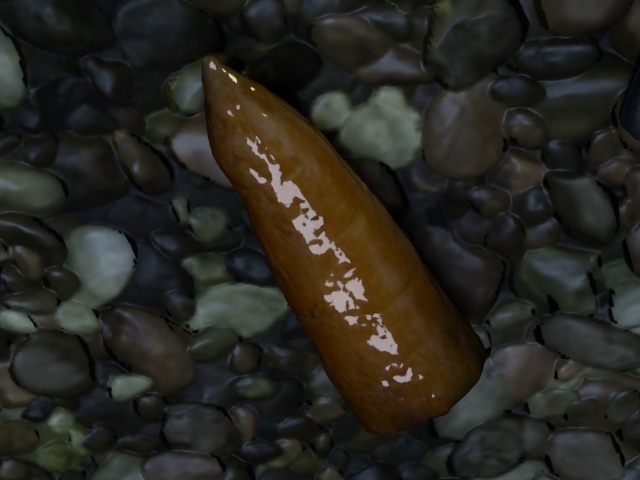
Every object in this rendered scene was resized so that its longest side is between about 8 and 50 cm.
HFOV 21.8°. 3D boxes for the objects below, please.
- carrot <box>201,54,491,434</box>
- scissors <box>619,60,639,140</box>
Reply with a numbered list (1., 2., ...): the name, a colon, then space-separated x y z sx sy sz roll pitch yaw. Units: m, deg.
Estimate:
1. carrot: 0.000 0.000 0.742 0.072 0.072 0.205 -26 119 17
2. scissors: 0.175 -0.131 0.680 0.088 0.017 0.220 15 125 -13
